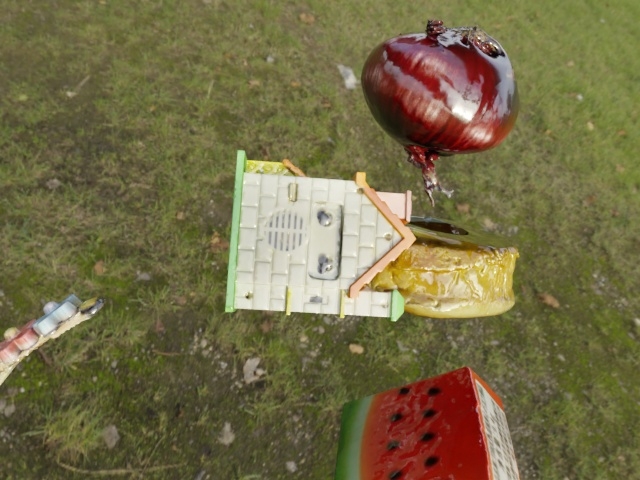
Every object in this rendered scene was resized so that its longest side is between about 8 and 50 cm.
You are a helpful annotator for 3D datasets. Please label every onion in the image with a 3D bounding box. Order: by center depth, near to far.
[{"bbox_3d":[0.188,-0.215,0.868,0.273,0.285,0.273,14,23,-6],"label":"onion"}]

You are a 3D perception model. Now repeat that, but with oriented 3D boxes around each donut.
[{"bbox_3d":[0.184,0.033,0.942,0.330,0.159,0.330,0,16,0],"label":"donut"}]

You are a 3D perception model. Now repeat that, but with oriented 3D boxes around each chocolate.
[{"bbox_3d":[0.194,0.437,1.013,0.161,0.341,0.360,58,21,-22],"label":"chocolate"}]

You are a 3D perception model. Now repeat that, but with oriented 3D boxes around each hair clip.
[{"bbox_3d":[-0.336,0.118,0.569,0.056,0.214,0.062,49,0,-24],"label":"hair clip"}]

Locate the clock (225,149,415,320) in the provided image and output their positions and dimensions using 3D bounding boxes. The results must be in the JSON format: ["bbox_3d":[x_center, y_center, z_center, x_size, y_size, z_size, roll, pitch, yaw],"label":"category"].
[{"bbox_3d":[0.000,0.000,0.752,0.255,0.106,0.219,5,85,-5],"label":"clock"}]
